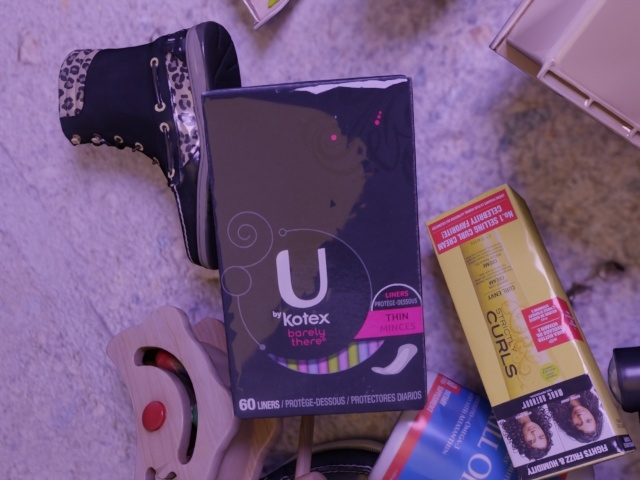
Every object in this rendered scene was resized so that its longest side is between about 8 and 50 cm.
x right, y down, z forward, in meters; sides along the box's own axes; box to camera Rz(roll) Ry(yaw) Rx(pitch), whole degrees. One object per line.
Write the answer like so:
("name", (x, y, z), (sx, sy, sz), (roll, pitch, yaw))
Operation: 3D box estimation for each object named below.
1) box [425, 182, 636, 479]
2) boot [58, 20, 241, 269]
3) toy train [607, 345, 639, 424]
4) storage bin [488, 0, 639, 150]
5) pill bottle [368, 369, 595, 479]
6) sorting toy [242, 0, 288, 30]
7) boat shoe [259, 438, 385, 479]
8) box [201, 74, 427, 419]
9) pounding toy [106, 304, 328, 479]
("box", (0.169, 0.074, 0.584), (0.087, 0.058, 0.232), (-26, 64, 23))
("boot", (-0.167, -0.090, 0.706), (0.179, 0.085, 0.236), (1, 97, 22))
("toy train", (0.402, 0.130, 0.533), (0.334, 0.142, 0.190), (-8, 111, 19))
("storage bin", (0.308, -0.164, 0.468), (0.260, 0.123, 0.262), (30, 111, -11))
("pill bottle", (0.166, 0.221, 0.633), (0.222, 0.124, 0.124), (27, 109, 11))
("sorting toy", (-0.049, -0.249, 0.653), (0.075, 0.045, 0.083), (-33, 89, 15))
("boat shoe", (-0.059, 0.316, 0.738), (0.340, 0.113, 0.127), (-24, 93, 22))
("box", (0.000, 0.000, 0.613), (0.165, 0.143, 0.270), (-5, 100, 2))
("pounding toy", (-0.105, 0.200, 0.714), (0.154, 0.155, 0.269), (-49, 52, 11))
